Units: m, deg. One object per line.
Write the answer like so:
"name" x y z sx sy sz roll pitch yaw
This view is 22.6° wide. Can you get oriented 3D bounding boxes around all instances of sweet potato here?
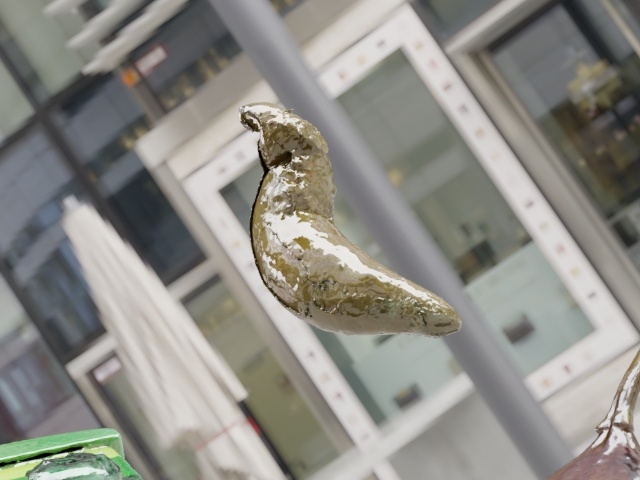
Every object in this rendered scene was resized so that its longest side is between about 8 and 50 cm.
"sweet potato" -0.003 0.001 1.460 0.124 0.310 0.098 -46 -33 18

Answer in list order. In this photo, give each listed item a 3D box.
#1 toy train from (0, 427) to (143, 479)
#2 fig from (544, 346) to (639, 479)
"toy train" -0.118 0.245 0.804 0.120 0.301 0.202 -10 8 -19
"fig" 0.222 0.224 1.232 0.217 0.217 0.321 -42 29 57
